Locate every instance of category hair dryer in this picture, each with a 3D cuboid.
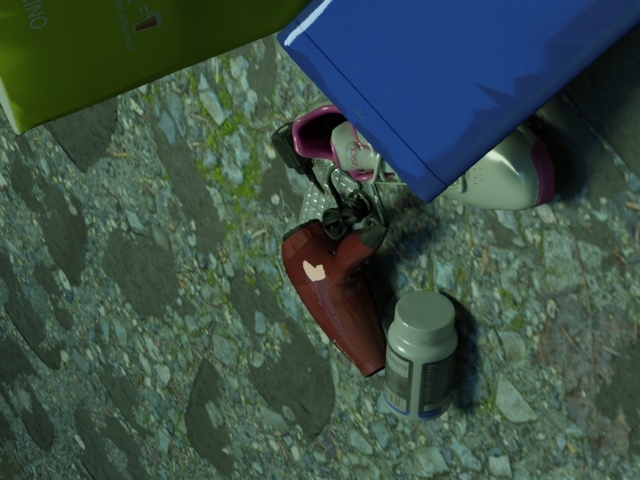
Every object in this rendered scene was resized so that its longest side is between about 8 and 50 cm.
[{"bbox_3d":[0.017,0.025,2.068,0.223,0.080,0.293,42,154,59],"label":"hair dryer"}]

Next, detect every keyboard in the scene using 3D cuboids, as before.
[{"bbox_3d":[0.000,0.000,2.195,0.072,0.014,0.256,47,146,26],"label":"keyboard"}]

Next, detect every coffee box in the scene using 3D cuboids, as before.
[{"bbox_3d":[-0.203,-0.361,1.679,0.337,0.338,0.334,84,161,-61],"label":"coffee box"}]

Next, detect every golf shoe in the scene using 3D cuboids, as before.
[{"bbox_3d":[0.097,-0.085,1.859,0.306,0.140,0.115,24,130,46],"label":"golf shoe"}]

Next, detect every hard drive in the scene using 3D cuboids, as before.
[{"bbox_3d":[0.132,-0.202,1.645,0.210,0.040,0.319,48,125,-1],"label":"hard drive"}]

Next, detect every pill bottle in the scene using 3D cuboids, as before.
[{"bbox_3d":[0.111,0.126,2.058,0.078,0.078,0.137,39,142,35],"label":"pill bottle"}]
